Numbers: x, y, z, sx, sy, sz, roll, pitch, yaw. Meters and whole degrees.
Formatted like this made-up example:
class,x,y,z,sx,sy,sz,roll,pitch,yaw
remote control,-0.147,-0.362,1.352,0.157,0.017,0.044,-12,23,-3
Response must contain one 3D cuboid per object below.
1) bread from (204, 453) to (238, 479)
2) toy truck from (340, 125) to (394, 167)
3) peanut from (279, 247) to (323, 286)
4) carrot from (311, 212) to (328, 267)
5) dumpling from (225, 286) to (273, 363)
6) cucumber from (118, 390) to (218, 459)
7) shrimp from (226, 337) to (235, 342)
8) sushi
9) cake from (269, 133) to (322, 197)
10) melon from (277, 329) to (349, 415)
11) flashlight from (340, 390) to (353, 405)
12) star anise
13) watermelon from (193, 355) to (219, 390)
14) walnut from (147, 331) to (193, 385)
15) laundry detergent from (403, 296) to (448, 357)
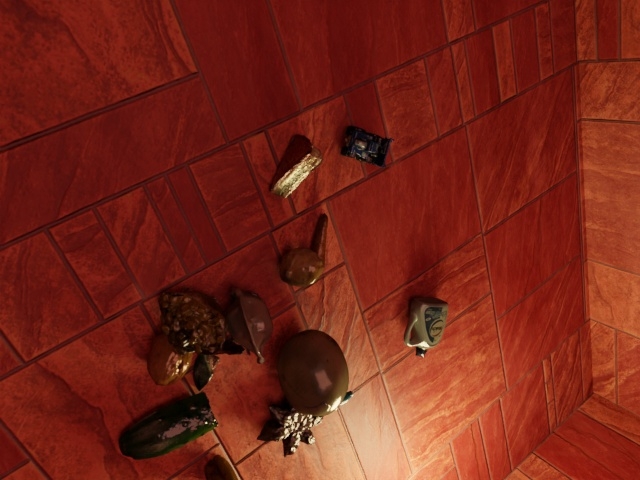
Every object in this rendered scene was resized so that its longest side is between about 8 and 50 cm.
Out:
class,x,y,z,sx,sy,sz,roll,pitch,yaw
bread,-0.357,0.898,1.810,0.103,0.172,0.132,-31,118,-21
toy truck,0.186,-0.340,1.794,0.208,0.126,0.113,9,100,-35
peanut,-0.069,0.097,1.771,0.159,0.109,0.141,3,112,-4
carrot,0.000,0.000,1.832,0.061,0.061,0.210,3,98,-34
dumpling,-0.227,0.289,1.684,0.163,0.204,0.293,-27,109,-38
cucumber,-0.516,0.646,1.665,0.325,0.105,0.145,-17,130,-24
shrimp,-0.341,0.369,1.741,0.092,0.029,0.038,-40,122,-11
sushi,-0.389,0.270,1.565,0.167,0.179,0.296,-33,97,-2
cake,-0.075,-0.242,1.664,0.086,0.116,0.220,25,90,-42
melon,-0.024,0.501,1.839,0.268,0.268,0.330,-20,97,-26
flashlight,0.086,0.688,2.107,0.129,0.051,0.051,-25,117,-28
star anise,-0.117,0.733,1.952,0.315,0.108,0.315,-14,112,-37
watermelon,-0.400,0.466,1.704,0.080,0.101,0.155,26,105,-43
walnut,-0.489,0.386,1.588,0.144,0.144,0.180,20,86,-36
laundry detergent,0.469,0.402,2.229,0.214,0.105,0.281,6,103,-35
